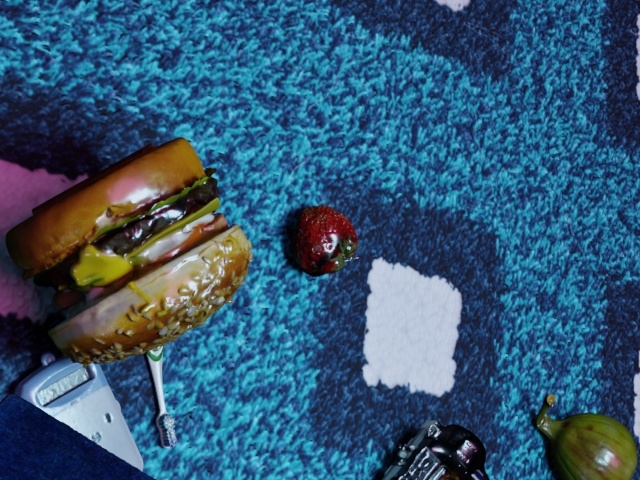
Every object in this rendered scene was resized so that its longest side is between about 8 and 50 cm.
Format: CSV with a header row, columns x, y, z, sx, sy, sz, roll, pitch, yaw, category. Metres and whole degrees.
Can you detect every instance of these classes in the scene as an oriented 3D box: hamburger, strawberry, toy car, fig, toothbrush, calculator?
x,y,z,sx,sy,sz,roll,pitch,yaw,category
-0.220,0.019,1.552,0.291,0.291,0.225,-33,95,-40,hamburger
0.000,0.000,1.875,0.106,0.106,0.106,10,75,-40,strawberry
0.205,0.425,1.948,0.193,0.118,0.301,-49,114,-27,toy car
0.436,0.353,2.168,0.186,0.148,0.142,18,81,3,fig
-0.221,0.121,1.698,0.030,0.030,0.304,-4,81,-42,toothbrush
-0.297,0.234,1.596,0.121,0.039,0.210,-29,100,-43,calculator

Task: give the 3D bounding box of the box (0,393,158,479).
x,y,z,sx,sy,sz,roll,pitch,yaw,category
-0.327,0.343,1.401,0.279,0.261,0.116,-46,156,-38,box
